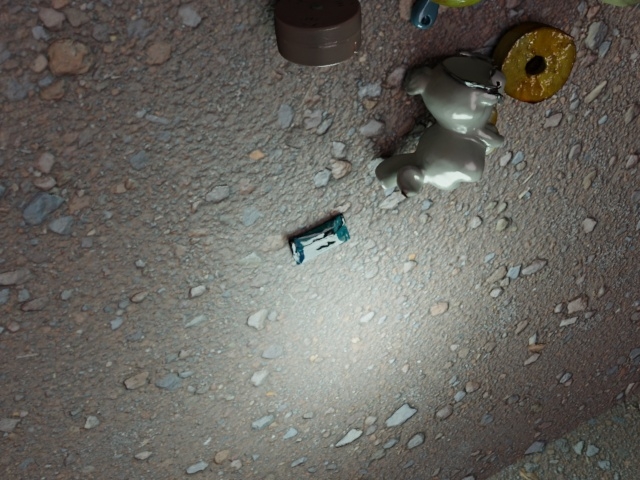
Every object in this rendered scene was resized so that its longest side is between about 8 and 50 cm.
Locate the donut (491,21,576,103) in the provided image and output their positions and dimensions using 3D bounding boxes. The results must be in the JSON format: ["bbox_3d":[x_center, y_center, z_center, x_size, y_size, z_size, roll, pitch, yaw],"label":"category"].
[{"bbox_3d":[0.445,-0.383,1.756,0.190,0.074,0.174,-7,130,-23],"label":"donut"}]

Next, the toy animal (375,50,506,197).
[{"bbox_3d":[0.266,-0.219,1.701,0.247,0.182,0.310,1,128,-21],"label":"toy animal"}]

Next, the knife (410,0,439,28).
[{"bbox_3d":[0.221,-0.514,1.537,0.058,0.032,0.244,4,118,-24],"label":"knife"}]

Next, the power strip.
[{"bbox_3d":[-0.006,-0.369,1.421,0.154,0.154,0.078,-21,137,-17],"label":"power strip"}]

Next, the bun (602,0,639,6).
[{"bbox_3d":[0.626,-0.575,1.678,0.193,0.128,0.178,-22,135,-32],"label":"bun"}]

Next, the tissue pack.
[{"bbox_3d":[0.000,0.000,1.817,0.138,0.028,0.085,-26,135,-8],"label":"tissue pack"}]

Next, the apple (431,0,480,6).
[{"bbox_3d":[0.243,-0.503,1.438,0.196,0.196,0.196,-18,133,-20],"label":"apple"}]
